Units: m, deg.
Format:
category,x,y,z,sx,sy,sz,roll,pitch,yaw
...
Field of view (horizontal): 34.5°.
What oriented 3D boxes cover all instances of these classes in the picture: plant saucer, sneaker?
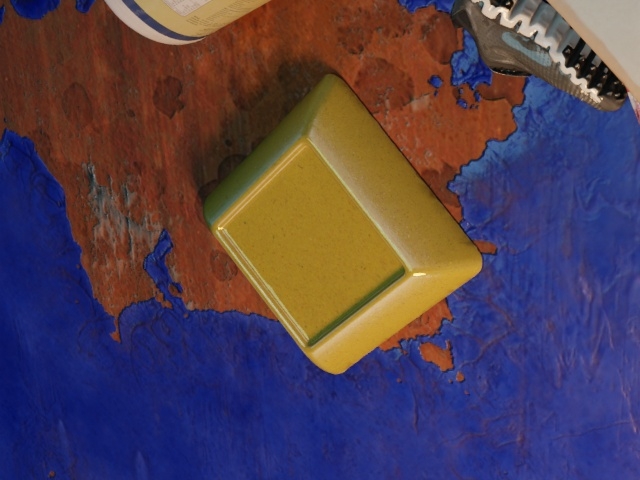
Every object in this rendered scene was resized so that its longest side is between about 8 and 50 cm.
category,x,y,z,sx,sy,sz,roll,pitch,yaw
plant saucer,0.000,0.000,1.422,0.333,0.081,0.333,52,128,4
sneaker,0.244,-0.221,1.180,0.234,0.078,0.106,38,151,-3

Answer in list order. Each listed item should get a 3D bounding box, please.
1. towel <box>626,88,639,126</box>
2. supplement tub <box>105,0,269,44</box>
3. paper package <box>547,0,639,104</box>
category,x,y,z,sx,sy,sz,roll,pitch,yaw
towel,0.398,-0.276,1.067,0.237,0.037,0.329,-20,96,32
supplement tub,-0.108,-0.393,1.238,0.316,0.228,0.228,-20,97,36
paper package,0.341,-0.337,0.965,0.309,0.168,0.325,49,120,7
